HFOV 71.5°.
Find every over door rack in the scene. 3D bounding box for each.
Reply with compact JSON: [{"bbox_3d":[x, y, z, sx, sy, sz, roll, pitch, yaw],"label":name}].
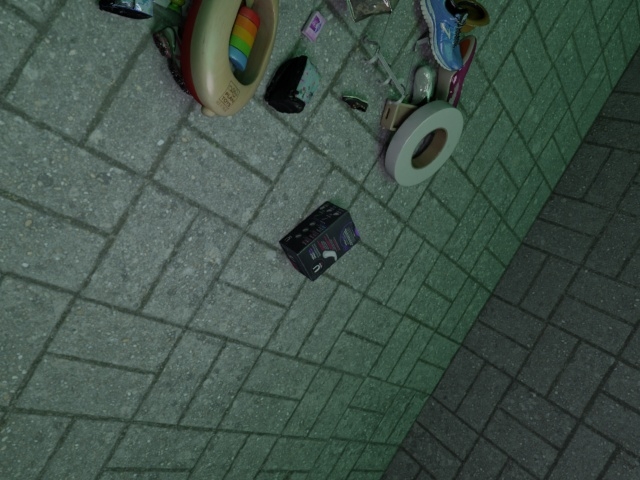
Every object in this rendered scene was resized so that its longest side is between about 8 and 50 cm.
[{"bbox_3d":[0.278,-0.714,1.678,0.239,0.108,0.325,40,70,-44],"label":"over door rack"}]

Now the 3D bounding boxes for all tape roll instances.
[{"bbox_3d":[0.443,-0.406,1.894,0.391,0.072,0.392,-29,147,-21],"label":"tape roll"}]

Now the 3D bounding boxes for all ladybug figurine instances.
[{"bbox_3d":[-0.255,-0.553,1.212,0.305,0.161,0.450,40,68,-70],"label":"ladybug figurine"}]

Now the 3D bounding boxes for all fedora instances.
[{"bbox_3d":[0.598,-0.915,1.827,0.194,0.194,0.079,-26,163,-28],"label":"fedora"}]

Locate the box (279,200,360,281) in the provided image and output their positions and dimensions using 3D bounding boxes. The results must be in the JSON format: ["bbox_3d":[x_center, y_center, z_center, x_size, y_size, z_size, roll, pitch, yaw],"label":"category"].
[{"bbox_3d":[0.000,0.000,1.760,0.270,0.143,0.165,-41,130,-17],"label":"box"}]

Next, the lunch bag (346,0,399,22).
[{"bbox_3d":[0.161,-0.887,1.394,0.235,0.168,0.287,-64,141,-37],"label":"lunch bag"}]

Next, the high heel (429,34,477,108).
[{"bbox_3d":[0.583,-0.682,1.934,0.181,0.127,0.378,20,107,-45],"label":"high heel"}]

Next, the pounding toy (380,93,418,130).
[{"bbox_3d":[0.323,-0.526,1.817,0.130,0.100,0.141,-1,118,-34],"label":"pounding toy"}]

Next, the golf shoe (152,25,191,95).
[{"bbox_3d":[-0.384,-0.499,1.242,0.086,0.067,0.186,-37,130,-21],"label":"golf shoe"}]

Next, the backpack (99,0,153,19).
[{"bbox_3d":[-0.472,-0.596,1.094,0.114,0.105,0.084,-2,111,-40],"label":"backpack"}]

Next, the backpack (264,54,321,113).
[{"bbox_3d":[-0.080,-0.508,1.455,0.115,0.151,0.182,36,74,-50],"label":"backpack"}]

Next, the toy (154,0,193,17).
[{"bbox_3d":[-0.355,-0.722,1.164,0.136,0.056,0.238,6,112,-45],"label":"toy"}]

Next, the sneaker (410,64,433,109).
[{"bbox_3d":[0.423,-0.609,1.861,0.086,0.085,0.238,-44,146,-51],"label":"sneaker"}]

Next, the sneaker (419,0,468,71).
[{"bbox_3d":[0.501,-0.818,1.723,0.130,0.147,0.330,-54,128,-35],"label":"sneaker"}]

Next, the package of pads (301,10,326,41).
[{"bbox_3d":[-0.023,-0.706,1.466,0.050,0.032,0.083,30,91,-46],"label":"package of pads"}]

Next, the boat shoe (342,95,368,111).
[{"bbox_3d":[0.131,-0.517,1.678,0.132,0.048,0.042,3,101,-45],"label":"boat shoe"}]
